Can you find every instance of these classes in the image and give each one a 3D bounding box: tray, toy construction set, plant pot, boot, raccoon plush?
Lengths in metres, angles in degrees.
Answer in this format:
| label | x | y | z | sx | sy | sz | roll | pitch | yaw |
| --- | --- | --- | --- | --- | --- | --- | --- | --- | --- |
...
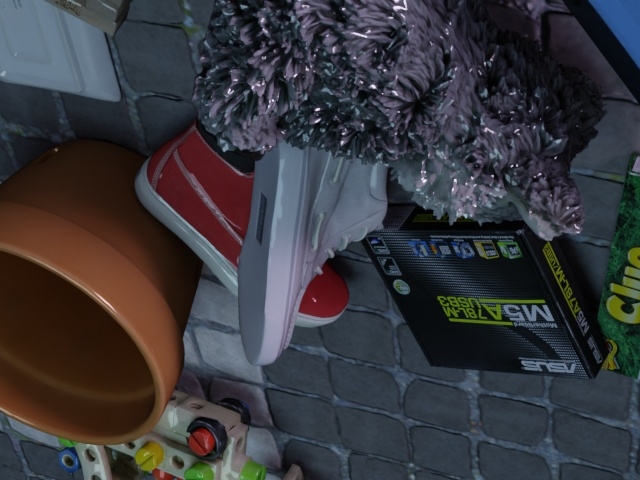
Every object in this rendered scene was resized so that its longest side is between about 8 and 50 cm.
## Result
| label | x | y | z | sx | sy | sz | roll | pitch | yaw |
| --- | --- | --- | --- | --- | --- | --- | --- | --- | --- |
| tray | -0.277 | -0.234 | 1.385 | 0.145 | 0.030 | 0.270 | 12 | 138 | 21 |
| toy construction set | -0.171 | 0.267 | 1.769 | 0.327 | 0.151 | 0.215 | 11 | 114 | 9 |
| plant pot | -0.246 | 0.036 | 1.522 | 0.291 | 0.203 | 0.291 | 16 | 139 | 14 |
| boot | 0.000 | 0.000 | 1.362 | 0.123 | 0.095 | 0.258 | -3 | 124 | -20 |
| boot | -0.039 | -0.028 | 1.427 | 0.244 | 0.088 | 0.176 | 40 | 135 | -13 |
| raccoon plush | 0.079 | -0.151 | 1.059 | 0.299 | 0.216 | 0.446 | 19 | 163 | 6 |

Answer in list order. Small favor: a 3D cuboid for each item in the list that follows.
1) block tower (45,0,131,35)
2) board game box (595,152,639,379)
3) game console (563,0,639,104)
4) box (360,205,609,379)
| label | x | y | z | sx | sy | sz | roll | pitch | yaw |
| --- | --- | --- | --- | --- | --- | --- | --- | --- | --- |
| block tower | -0.150 | -0.316 | 1.172 | 0.091 | 0.097 | 0.335 | 28 | 139 | 1 |
| board game box | 0.318 | 0.040 | 1.328 | 0.136 | 0.030 | 0.260 | 18 | 140 | 17 |
| game console | 0.268 | -0.173 | 0.942 | 0.386 | 0.060 | 0.342 | 47 | 164 | -26 |
| box | 0.150 | 0.048 | 1.404 | 0.190 | 0.045 | 0.184 | 1 | 130 | 41 |
